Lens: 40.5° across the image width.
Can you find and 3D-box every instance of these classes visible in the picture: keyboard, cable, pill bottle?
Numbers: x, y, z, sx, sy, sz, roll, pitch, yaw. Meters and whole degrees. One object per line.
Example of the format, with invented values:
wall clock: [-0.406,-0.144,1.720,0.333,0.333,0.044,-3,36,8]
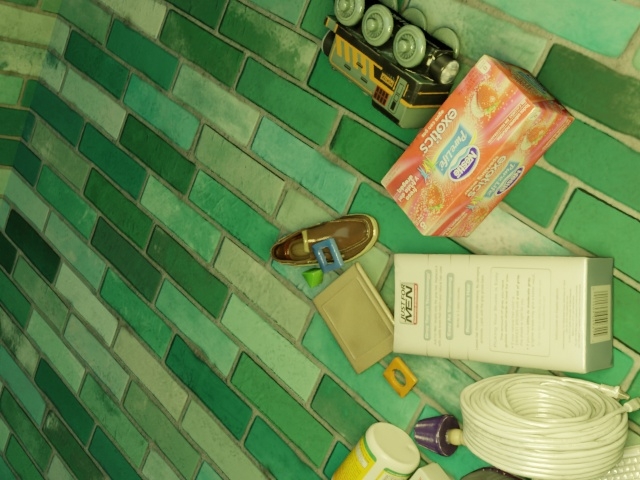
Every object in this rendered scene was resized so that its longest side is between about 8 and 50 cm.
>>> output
keyboard: [0.462,0.386,1.430,0.256,0.014,0.072,-24,73,38]
cable: [0.350,0.288,1.373,0.257,0.257,0.089,11,108,37]
pill bottle: [0.092,0.463,1.686,0.117,0.118,0.208,48,119,31]

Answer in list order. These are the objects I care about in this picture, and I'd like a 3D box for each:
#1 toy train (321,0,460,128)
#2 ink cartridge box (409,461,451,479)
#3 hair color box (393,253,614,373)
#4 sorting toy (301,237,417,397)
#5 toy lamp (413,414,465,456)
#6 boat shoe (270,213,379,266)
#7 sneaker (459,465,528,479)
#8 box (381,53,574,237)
toy train: [0.125,-0.360,1.675,0.334,0.142,0.190,43,126,34]
ink cartridge box: [0.216,0.507,1.611,0.150,0.063,0.109,49,119,31]
hair color box: [0.307,0.117,1.508,0.375,0.114,0.185,0,89,41]
sorting toy: [0.083,0.154,1.726,0.347,0.047,0.196,58,140,11]
toy lamp: [0.290,0.353,1.542,0.275,0.080,0.080,-5,85,40]
boat shoe: [0.001,0.008,1.792,0.258,0.095,0.095,-21,75,39]
sneaker: [0.307,0.435,1.496,0.224,0.098,0.083,-9,73,49]
box: [0.272,-0.156,1.522,0.300,0.154,0.142,-51,59,27]
